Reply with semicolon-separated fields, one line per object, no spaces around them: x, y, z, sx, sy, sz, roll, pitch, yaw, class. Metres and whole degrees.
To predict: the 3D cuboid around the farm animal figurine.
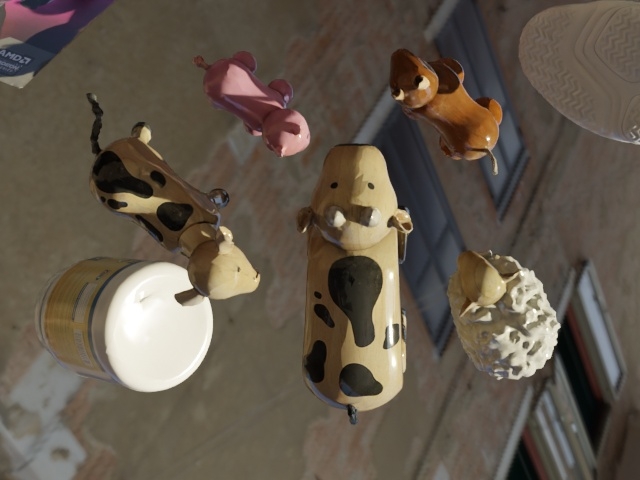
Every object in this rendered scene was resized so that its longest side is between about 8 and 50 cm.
0.000;0.000;0.890;0.330;0.326;0.172;-15;-165;9;farm animal figurine

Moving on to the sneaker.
0.291;-0.130;0.871;0.269;0.101;0.153;14;-160;10;sneaker

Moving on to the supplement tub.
-0.231;0.091;1.279;0.144;0.144;0.200;-45;-153;-28;supplement tub

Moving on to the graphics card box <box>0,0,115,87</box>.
-0.206;-0.280;0.822;0.371;0.233;0.094;-34;-117;25;graphics card box
